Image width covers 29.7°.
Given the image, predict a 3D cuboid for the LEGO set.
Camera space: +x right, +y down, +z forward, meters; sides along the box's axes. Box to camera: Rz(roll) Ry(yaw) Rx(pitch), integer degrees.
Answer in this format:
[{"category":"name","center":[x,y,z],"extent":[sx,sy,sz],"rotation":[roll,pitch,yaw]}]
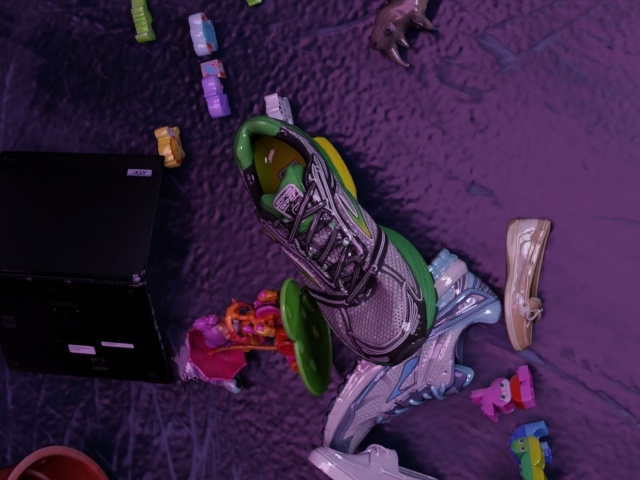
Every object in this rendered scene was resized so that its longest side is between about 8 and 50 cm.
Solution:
[{"category":"LEGO set","center":[0.209,0.265,1.341],"extent":[0.093,0.087,0.227],"rotation":[-15,47,16]}]

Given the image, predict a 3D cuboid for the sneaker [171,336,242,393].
[{"category":"sneaker","center":[-0.146,0.170,1.501],"extent":[0.069,0.038,0.098],"rotation":[-48,69,13]}]

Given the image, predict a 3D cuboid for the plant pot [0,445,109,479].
[{"category":"plant pot","center":[-0.417,0.406,1.476],"extent":[0.265,0.272,0.273],"rotation":[-13,87,23]}]

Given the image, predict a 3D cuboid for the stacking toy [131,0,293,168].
[{"category":"stacking toy","center":[-0.139,-0.216,1.482],"extent":[0.167,0.052,0.221],"rotation":[-15,86,16]}]

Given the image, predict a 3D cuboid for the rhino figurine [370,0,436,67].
[{"category":"rhino figurine","center":[0.080,-0.322,1.407],"extent":[0.106,0.073,0.243],"rotation":[-10,90,19]}]

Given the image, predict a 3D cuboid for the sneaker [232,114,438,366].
[{"category":"sneaker","center":[0.000,0.000,1.341],"extent":[0.134,0.146,0.343],"rotation":[-44,61,14]}]

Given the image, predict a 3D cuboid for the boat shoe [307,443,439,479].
[{"category":"boat shoe","center":[0.068,0.268,1.388],"extent":[0.184,0.066,0.063],"rotation":[31,87,-23]}]

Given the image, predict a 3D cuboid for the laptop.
[{"category":"laptop","center":[-0.300,0.035,1.528],"extent":[0.234,0.137,0.264],"rotation":[3,127,16]}]

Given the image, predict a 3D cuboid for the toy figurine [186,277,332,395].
[{"category":"toy figurine","center":[-0.087,0.114,1.414],"extent":[0.159,0.173,0.130],"rotation":[-7,56,17]}]

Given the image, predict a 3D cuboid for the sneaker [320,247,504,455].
[{"category":"sneaker","center":[0.105,0.154,1.392],"extent":[0.122,0.110,0.283],"rotation":[35,100,9]}]

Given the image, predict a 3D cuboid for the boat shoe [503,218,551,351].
[{"category":"boat shoe","center":[0.238,0.051,1.379],"extent":[0.048,0.056,0.153],"rotation":[0,83,20]}]
